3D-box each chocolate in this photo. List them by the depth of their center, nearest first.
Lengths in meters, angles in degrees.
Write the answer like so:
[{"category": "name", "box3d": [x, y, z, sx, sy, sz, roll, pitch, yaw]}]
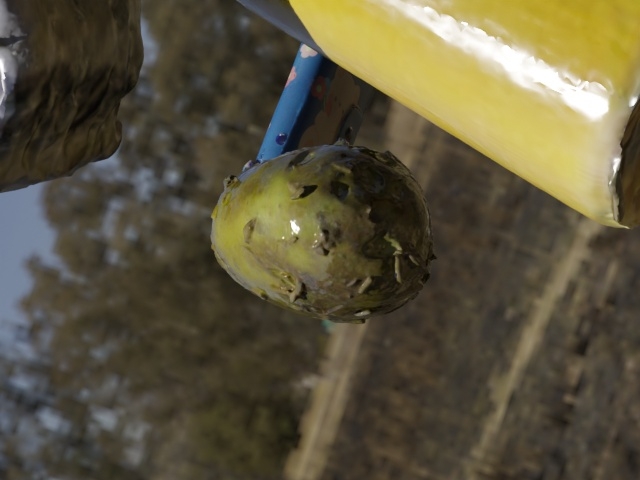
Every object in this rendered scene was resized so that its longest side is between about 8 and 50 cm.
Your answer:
[{"category": "chocolate", "box3d": [0.036, -0.171, 1.039, 0.162, 0.445, 0.162, -38, -34, -32]}]

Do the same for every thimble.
[{"category": "thimble", "box3d": [-0.230, -0.123, 1.051, 0.217, 0.245, 0.157, -63, -14, 22]}]

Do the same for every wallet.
[{"category": "wallet", "box3d": [-0.002, -0.121, 1.809, 0.202, 0.059, 0.141, -69, -24, -17]}]

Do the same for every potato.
[{"category": "potato", "box3d": [0.000, 0.000, 1.282, 0.251, 0.149, 0.113, 156, 126, -71]}]
